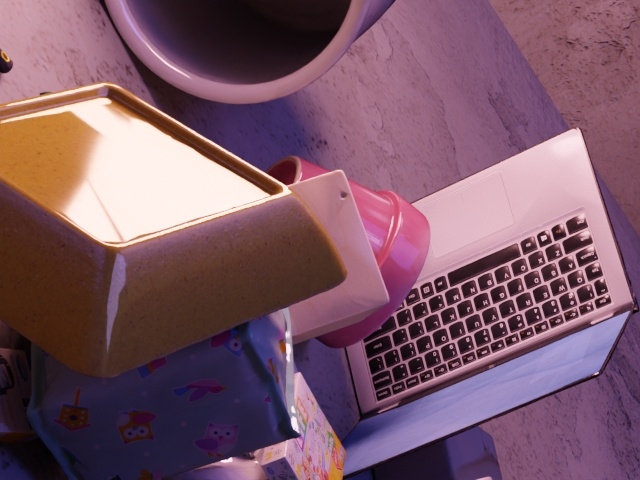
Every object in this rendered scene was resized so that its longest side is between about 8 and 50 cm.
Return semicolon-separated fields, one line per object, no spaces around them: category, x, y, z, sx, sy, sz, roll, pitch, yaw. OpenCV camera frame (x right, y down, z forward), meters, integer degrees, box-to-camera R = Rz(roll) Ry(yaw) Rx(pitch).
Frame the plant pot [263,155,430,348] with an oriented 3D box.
plant pot;0.000;0.000;2.138;0.180;0.201;0.201;36;32;-22

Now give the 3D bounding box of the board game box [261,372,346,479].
board game box;-0.015;0.209;1.716;0.103;0.026;0.154;61;17;-22

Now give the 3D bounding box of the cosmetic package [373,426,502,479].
cosmetic package;0.164;0.374;2.196;0.160;0.113;0.309;35;37;-51

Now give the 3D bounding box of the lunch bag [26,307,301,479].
lunch bag;-0.142;0.085;1.631;0.262;0.223;0.160;-98;167;-54

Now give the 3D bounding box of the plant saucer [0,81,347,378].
plant saucer;-0.185;-0.036;1.514;0.333;0.081;0.332;31;31;28

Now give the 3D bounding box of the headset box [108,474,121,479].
headset box;-0.166;0.354;1.358;0.283;0.131;0.246;55;17;3

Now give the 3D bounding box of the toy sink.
toy sink;-0.023;0.030;1.957;0.234;0.131;0.153;133;-62;-75

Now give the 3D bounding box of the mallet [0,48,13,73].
mallet;-0.362;-0.228;1.747;0.190;0.039;0.062;56;23;-32

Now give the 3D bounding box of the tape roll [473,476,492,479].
tape roll;0.095;0.366;1.871;0.246;0.246;0.169;5;62;-65

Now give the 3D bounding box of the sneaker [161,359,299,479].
sneaker;-0.097;0.202;1.765;0.366;0.137;0.210;18;49;-67

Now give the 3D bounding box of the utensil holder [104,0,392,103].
utensil holder;-0.058;-0.368;2.204;0.328;0.327;0.385;61;20;-9

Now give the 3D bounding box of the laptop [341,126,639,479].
laptop;0.151;0.074;2.116;0.236;0.382;0.408;32;39;-54

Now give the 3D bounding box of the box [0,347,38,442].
box;-0.285;0.133;1.547;0.136;0.028;0.081;18;51;-64

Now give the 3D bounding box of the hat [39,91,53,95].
hat;-0.246;-0.023;1.804;0.208;0.183;0.173;29;-7;33
